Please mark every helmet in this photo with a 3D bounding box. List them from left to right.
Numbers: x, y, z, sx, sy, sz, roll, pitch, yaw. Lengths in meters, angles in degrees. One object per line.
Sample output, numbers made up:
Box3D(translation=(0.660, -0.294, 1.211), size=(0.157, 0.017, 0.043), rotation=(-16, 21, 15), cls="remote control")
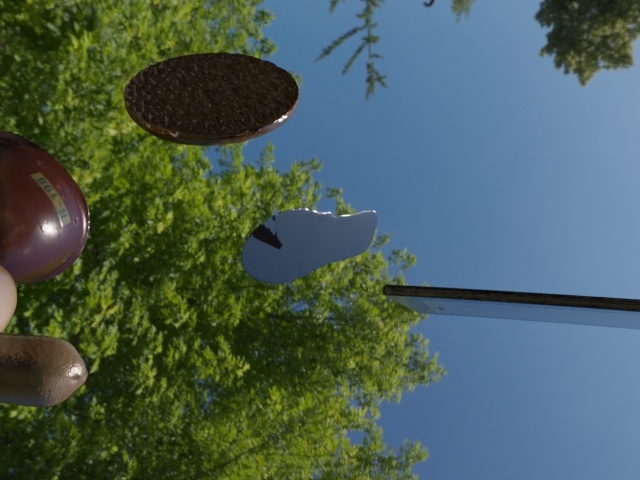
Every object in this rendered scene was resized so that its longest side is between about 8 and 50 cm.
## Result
Box3D(translation=(-0.729, -0.052, 1.057), size=(0.338, 0.384, 0.230), rotation=(-20, -164, -3), cls="helmet")

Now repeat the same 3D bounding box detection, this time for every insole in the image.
Box3D(translation=(0.000, 0.000, 0.695), size=(0.007, 0.109, 0.322), rotation=(23, -160, 31), cls="insole")

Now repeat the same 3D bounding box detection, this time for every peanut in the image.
Box3D(translation=(-0.331, 0.137, 0.518), size=(0.152, 0.076, 0.076), rotation=(17, -136, -28), cls="peanut")

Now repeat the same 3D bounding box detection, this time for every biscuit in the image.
Box3D(translation=(-0.160, -0.216, 0.724), size=(0.262, 0.037, 0.261), rotation=(3, -136, -3), cls="biscuit")

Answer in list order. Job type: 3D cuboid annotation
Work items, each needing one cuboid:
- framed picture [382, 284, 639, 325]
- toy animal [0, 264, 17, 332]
Box3D(translation=(0.263, 0.080, 0.538), size=(0.348, 0.265, 0.016), rotation=(1, -101, 20), cls="framed picture")
Box3D(translation=(-0.609, 0.111, 0.729), size=(0.246, 0.278, 0.345), rotation=(-60, -156, -5), cls="toy animal")
